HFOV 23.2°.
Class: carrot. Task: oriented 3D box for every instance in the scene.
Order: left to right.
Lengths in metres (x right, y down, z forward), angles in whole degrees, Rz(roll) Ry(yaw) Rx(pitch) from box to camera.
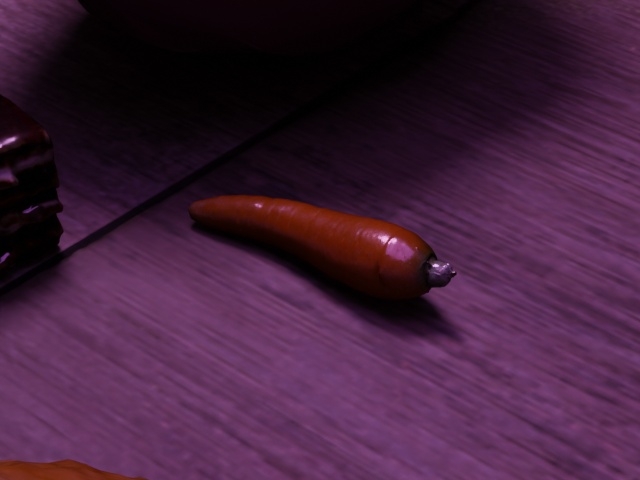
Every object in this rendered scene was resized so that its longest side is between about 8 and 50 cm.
[{"bbox_3d":[0.000,0.000,0.715,0.142,0.035,0.035,17,39,32],"label":"carrot"}]

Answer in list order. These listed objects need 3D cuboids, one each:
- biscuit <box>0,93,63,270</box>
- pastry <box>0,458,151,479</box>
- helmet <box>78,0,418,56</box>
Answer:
[{"bbox_3d":[-0.282,-0.089,0.793,0.107,0.073,0.388,-26,43,-33],"label":"biscuit"},{"bbox_3d":[-0.035,0.189,0.315,0.284,0.184,0.316,10,22,-24],"label":"pastry"},{"bbox_3d":[-0.037,-0.208,0.857,0.338,0.197,0.271,-32,55,-26],"label":"helmet"}]
